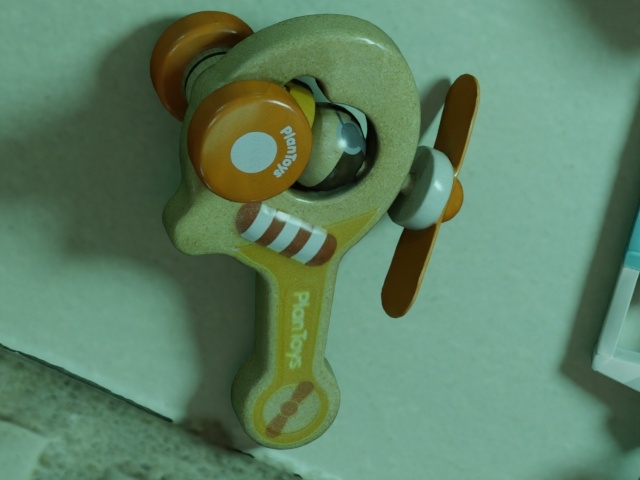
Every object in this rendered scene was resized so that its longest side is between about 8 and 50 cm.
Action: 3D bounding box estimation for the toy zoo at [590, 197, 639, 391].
[{"bbox_3d":[0.327,0.029,1.455,0.192,0.030,0.293,14,109,3],"label":"toy zoo"}]

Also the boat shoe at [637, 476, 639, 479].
[{"bbox_3d":[0.361,0.272,1.544,0.121,0.110,0.341,-24,120,27],"label":"boat shoe"}]

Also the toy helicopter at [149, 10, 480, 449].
[{"bbox_3d":[0.000,0.000,1.385,0.235,0.140,0.355,-6,123,-17],"label":"toy helicopter"}]
